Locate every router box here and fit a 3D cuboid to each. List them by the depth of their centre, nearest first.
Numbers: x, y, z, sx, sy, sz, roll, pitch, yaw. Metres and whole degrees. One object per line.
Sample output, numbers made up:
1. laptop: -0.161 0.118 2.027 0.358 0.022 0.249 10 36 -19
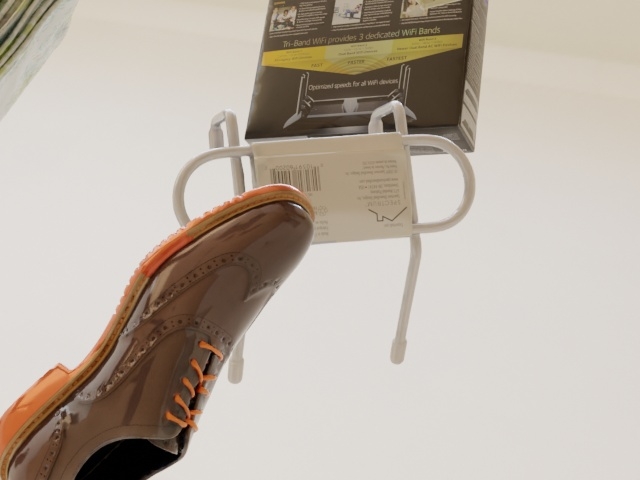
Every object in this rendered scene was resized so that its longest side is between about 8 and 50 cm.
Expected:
1. router box: 0.064 -0.235 1.655 0.309 0.081 0.242 -1 -113 23

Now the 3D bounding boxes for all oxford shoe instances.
1. oxford shoe: -0.089 0.082 0.767 0.271 0.097 0.098 -48 -131 5

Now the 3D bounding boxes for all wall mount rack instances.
1. wall mount rack: 0.000 0.000 1.362 0.350 0.130 0.304 -5 -94 -18

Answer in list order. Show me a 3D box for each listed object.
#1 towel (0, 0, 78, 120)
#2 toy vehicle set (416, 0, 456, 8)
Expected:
1. towel: -0.429 -0.225 1.580 0.090 0.374 0.320 38 -111 -9
2. toy vehicle set: 0.072 -0.256 0.816 0.166 0.035 0.267 -19 -131 -23
